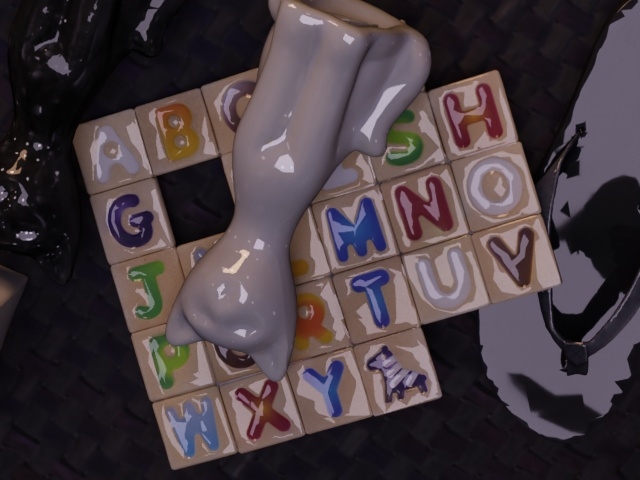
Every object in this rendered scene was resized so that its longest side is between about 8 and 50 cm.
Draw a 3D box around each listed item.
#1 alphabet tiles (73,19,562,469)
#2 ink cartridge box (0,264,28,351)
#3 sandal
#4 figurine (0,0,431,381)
[{"bbox_3d":[0.000,0.000,1.030,0.237,0.009,0.198,-17,90,14],"label":"alphabet tiles"},{"bbox_3d":[-0.278,0.032,1.013,0.212,0.154,0.093,25,102,-1],"label":"ink cartridge box"},{"bbox_3d":[0.146,-0.011,1.022,0.097,0.054,0.254,15,103,1],"label":"sandal"},{"bbox_3d":[-0.076,-0.049,1.003,0.215,0.092,0.209,25,107,9],"label":"figurine"}]
